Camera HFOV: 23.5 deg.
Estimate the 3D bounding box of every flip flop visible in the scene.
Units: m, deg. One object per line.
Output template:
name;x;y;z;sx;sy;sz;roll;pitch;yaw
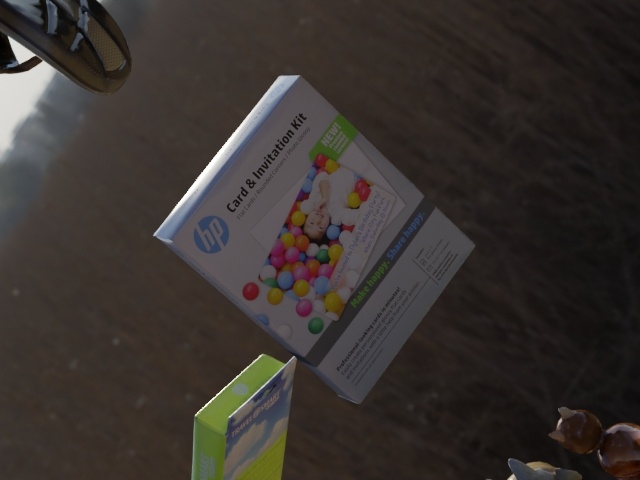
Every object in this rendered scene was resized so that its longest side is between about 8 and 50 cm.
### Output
flip flop;-0.262;-0.164;1.091;0.112;0.277;0.080;-64;-5;-66

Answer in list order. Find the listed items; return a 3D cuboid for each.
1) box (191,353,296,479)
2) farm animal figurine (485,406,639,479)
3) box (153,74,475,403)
box;-0.073;0.188;1.416;0.109;0.042;0.178;-42;-31;-43
farm animal figurine;0.184;0.264;1.179;0.330;0.172;0.327;-53;22;-1
box;0.000;0.000;1.063;0.145;0.186;0.038;-52;23;-13
